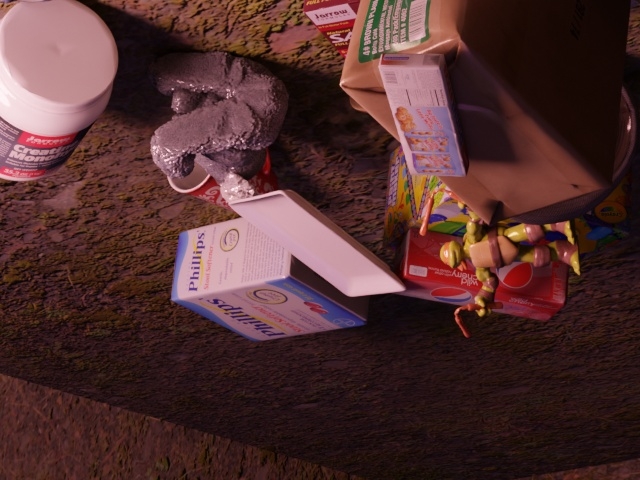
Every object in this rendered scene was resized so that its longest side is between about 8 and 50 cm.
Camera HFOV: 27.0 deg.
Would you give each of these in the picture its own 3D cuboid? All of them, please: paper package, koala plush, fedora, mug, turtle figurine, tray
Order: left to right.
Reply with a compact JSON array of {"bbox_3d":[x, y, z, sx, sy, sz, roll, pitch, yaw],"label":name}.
[{"bbox_3d":[-0.137,-0.156,2.001,0.203,0.196,0.221,-7,152,4],"label":"koala plush"},{"bbox_3d":[-0.143,-0.107,2.208,0.150,0.113,0.169,-10,156,36],"label":"mug"},{"bbox_3d":[0.000,0.000,2.014,0.270,0.030,0.145,38,154,-28],"label":"tray"},{"bbox_3d":[0.198,-0.235,1.510,0.168,0.325,0.309,-18,136,40],"label":"paper package"},{"bbox_3d":[0.269,0.020,1.958,0.217,0.087,0.270,-6,121,14],"label":"turtle figurine"},{"bbox_3d":[0.307,-0.149,1.876,0.275,0.244,0.124,-27,-171,-14],"label":"fedora"}]

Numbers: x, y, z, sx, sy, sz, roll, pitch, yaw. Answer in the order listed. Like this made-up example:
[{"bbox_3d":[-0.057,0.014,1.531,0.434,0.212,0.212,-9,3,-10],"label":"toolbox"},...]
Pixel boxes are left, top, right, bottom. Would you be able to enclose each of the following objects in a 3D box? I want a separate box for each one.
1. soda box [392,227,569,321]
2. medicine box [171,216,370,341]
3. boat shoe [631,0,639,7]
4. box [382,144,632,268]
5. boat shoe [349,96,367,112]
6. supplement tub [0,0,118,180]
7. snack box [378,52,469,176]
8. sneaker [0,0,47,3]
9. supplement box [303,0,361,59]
[{"bbox_3d":[0.249,0.055,2.077,0.263,0.084,0.092,11,157,-8],"label":"soda box"},{"bbox_3d":[-0.091,0.072,2.560,0.289,0.149,0.263,-13,151,35],"label":"medicine box"},{"bbox_3d":[0.345,-0.324,1.674,0.125,0.038,0.046,13,165,-13],"label":"boat shoe"},{"bbox_3d":[0.289,-0.077,2.091,0.289,0.177,0.279,14,157,-18],"label":"box"},{"bbox_3d":[0.129,-0.213,1.951,0.177,0.064,0.060,-10,151,26],"label":"boat shoe"},{"bbox_3d":[-0.410,-0.215,1.914,0.191,0.191,0.272,15,155,-21],"label":"supplement tub"},{"bbox_3d":[0.109,-0.127,1.381,0.064,0.022,0.178,3,146,18],"label":"snack box"},{"bbox_3d":[-0.493,-0.328,1.745,0.318,0.131,0.112,6,157,-1],"label":"sneaker"},{"bbox_3d":[0.091,-0.283,1.787,0.130,0.073,0.239,-7,153,29],"label":"supplement box"}]
